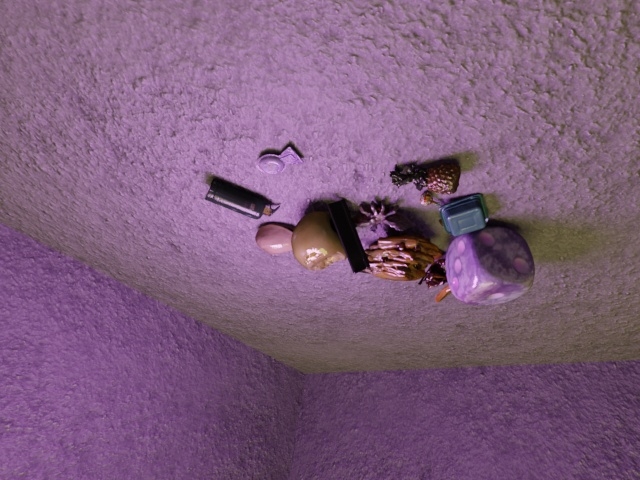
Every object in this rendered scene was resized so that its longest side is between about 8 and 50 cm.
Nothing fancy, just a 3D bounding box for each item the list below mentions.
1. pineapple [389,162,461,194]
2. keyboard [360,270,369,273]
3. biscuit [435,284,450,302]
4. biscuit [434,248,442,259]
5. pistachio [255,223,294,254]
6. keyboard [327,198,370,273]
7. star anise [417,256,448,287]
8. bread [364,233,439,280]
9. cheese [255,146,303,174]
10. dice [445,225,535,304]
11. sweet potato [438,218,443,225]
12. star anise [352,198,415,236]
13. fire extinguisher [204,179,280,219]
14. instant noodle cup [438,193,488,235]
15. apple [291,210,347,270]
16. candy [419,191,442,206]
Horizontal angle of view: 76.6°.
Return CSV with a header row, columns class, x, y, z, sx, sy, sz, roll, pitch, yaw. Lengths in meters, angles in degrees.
class,x,y,z,sx,sy,sz,roll,pitch,yaw
pineapple,0.378,-0.231,1.482,0.251,0.125,0.125,7,149,23
keyboard,0.284,0.172,2.210,0.196,0.015,0.074,9,148,1
biscuit,0.697,0.189,1.958,0.308,0.040,0.205,-25,155,-16
biscuit,0.489,0.082,1.997,0.186,0.036,0.192,13,149,-9
pistachio,-0.208,-0.005,1.958,0.222,0.126,0.153,5,112,6
keyboard,0.121,-0.019,1.697,0.100,0.310,0.018,-21,179,-32
star anise,0.603,0.144,1.981,0.220,0.126,0.190,-3,154,-25
bread,0.321,0.089,1.818,0.369,0.192,0.314,-7,171,36
cheese,-0.165,-0.301,1.554,0.190,0.042,0.105,-16,142,31
dice,0.712,0.111,1.728,0.269,0.272,0.270,1,151,-9
sweet potato,0.588,-0.053,1.746,0.182,0.053,0.054,27,105,-31
star anise,0.264,-0.084,1.726,0.257,0.111,0.198,20,147,-5
fire extinguisher,-0.335,-0.169,1.764,0.311,0.115,0.095,23,-176,-19
instant noodle cup,0.578,-0.091,1.623,0.179,0.070,0.157,-18,129,19
apple,0.000,0.000,1.787,0.278,0.279,0.279,7,148,4
candy,0.474,-0.146,1.639,0.184,0.049,0.056,20,103,-27
